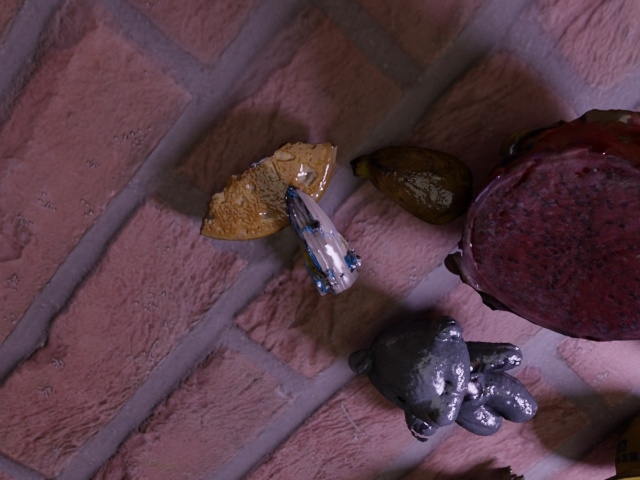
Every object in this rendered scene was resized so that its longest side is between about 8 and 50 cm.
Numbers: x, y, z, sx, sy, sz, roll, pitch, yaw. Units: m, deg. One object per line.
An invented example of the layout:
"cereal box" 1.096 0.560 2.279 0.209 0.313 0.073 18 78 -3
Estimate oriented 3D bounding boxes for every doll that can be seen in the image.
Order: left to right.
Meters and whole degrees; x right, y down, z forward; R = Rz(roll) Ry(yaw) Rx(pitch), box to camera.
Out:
"doll" 0.230 0.256 0.753 0.340 0.158 0.246 42 115 -16

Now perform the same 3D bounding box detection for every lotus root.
"lotus root" 0.137 -0.091 0.671 0.191 0.094 0.108 21 72 -3

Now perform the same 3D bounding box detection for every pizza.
"pizza" -0.077 -0.074 0.686 0.246 0.058 0.127 -43 107 11

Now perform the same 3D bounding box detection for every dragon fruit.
"dragon fruit" 0.363 -0.049 0.618 0.314 0.263 0.296 19 132 34

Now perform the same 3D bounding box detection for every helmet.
"helmet" 0.643 0.396 0.821 0.257 0.140 0.205 9 141 5

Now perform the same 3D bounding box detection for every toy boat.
"toy boat" 0.000 0.000 0.684 0.084 0.066 0.210 -37 124 -12

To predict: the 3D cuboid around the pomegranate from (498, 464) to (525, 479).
"pomegranate" 0.330 0.548 0.859 0.187 0.187 0.225 42 75 -14
